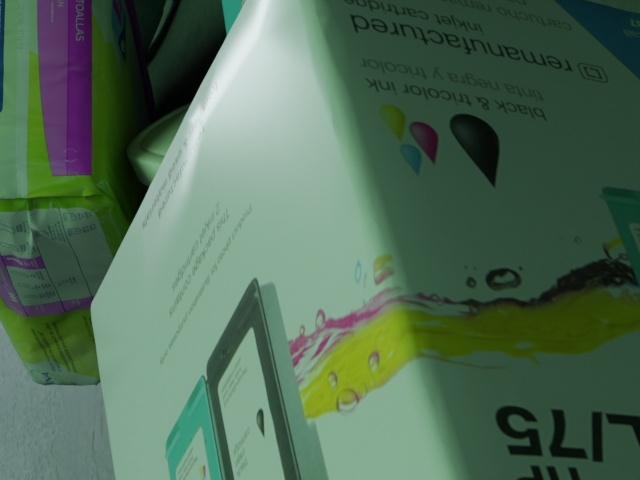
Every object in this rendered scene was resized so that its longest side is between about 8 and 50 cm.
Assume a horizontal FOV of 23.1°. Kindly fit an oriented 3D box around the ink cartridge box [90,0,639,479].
[{"bbox_3d":[0.062,0.078,0.495,0.197,0.198,0.270,-58,35,40],"label":"ink cartridge box"}]

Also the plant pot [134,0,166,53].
[{"bbox_3d":[-0.291,-0.265,1.167,0.341,0.334,0.341,-173,90,-67],"label":"plant pot"}]

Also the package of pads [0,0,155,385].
[{"bbox_3d":[-0.160,-0.052,1.000,0.296,0.101,0.229,88,178,-65],"label":"package of pads"}]

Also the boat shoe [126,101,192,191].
[{"bbox_3d":[0.000,0.000,0.798,0.319,0.116,0.099,27,144,58],"label":"boat shoe"}]

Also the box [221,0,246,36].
[{"bbox_3d":[-0.003,-0.189,0.767,0.060,0.100,0.244,-20,75,52],"label":"box"}]
